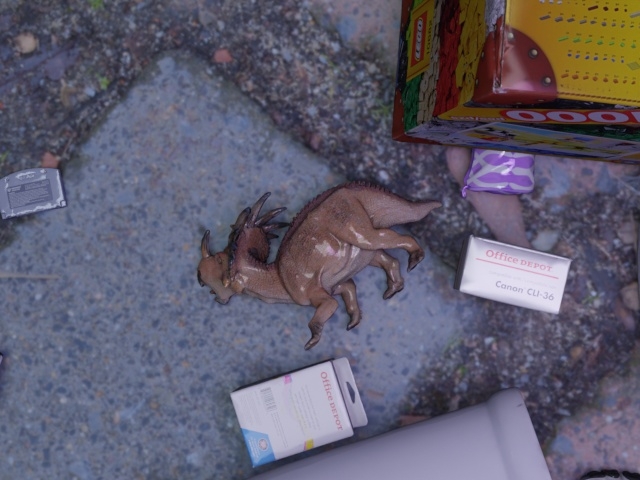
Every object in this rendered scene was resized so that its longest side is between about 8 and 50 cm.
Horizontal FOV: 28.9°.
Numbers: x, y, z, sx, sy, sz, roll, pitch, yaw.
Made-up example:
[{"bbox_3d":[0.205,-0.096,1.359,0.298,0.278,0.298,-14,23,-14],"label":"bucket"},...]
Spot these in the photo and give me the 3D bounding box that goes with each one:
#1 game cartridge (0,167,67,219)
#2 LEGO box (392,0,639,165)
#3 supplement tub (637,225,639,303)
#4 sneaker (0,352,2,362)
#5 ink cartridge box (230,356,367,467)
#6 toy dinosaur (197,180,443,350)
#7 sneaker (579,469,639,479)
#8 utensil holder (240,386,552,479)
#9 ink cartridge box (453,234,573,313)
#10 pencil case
[{"bbox_3d":[-0.361,-0.061,1.548,0.083,0.017,0.056,-11,91,4],"label":"game cartridge"},{"bbox_3d":[0.361,-0.190,1.266,0.500,0.372,0.193,5,87,-10],"label":"LEGO box"},{"bbox_3d":[0.531,0.049,1.369,0.324,0.235,0.236,-4,88,4],"label":"supplement tub"},{"bbox_3d":[-0.495,0.180,1.518,0.208,0.081,0.094,-1,90,4],"label":"sneaker"},{"bbox_3d":[-0.022,0.200,1.477,0.143,0.090,0.092,-17,87,2],"label":"ink cartridge box"},{"bbox_3d":[0.000,0.000,1.471,0.295,0.127,0.200,-38,79,-3],"label":"toy dinosaur"},{"bbox_3d":[0.424,0.350,1.450,0.279,0.107,0.118,13,108,8],"label":"sneaker"},{"bbox_3d":[0.084,0.372,1.351,0.385,0.327,0.328,-19,87,6],"label":"utensil holder"},{"bbox_3d":[0.215,0.039,1.410,0.115,0.198,0.067,12,89,5],"label":"ink cartridge box"},{"bbox_3d":[0.215,-0.153,1.472,0.088,0.086,0.206,2,88,-4],"label":"pencil case"}]
